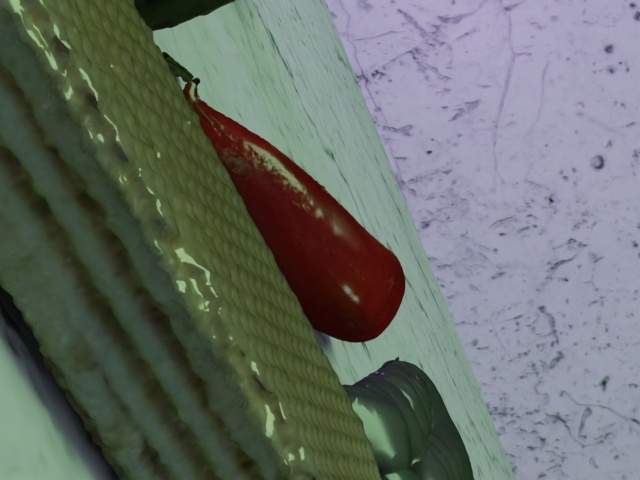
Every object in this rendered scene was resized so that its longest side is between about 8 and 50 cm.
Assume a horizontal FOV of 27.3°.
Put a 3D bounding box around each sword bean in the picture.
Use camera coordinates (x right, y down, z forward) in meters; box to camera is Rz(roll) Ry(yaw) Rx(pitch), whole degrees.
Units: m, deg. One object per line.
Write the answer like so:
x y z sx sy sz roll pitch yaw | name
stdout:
-0.106 -0.124 0.926 0.083 0.012 0.012 22 46 -77 | sword bean

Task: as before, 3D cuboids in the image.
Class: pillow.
0.060 0.193 0.843 0.228 0.101 0.326 65 6 7 | pillow

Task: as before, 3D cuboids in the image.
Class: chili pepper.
0.002 0.003 1.026 0.137 0.092 0.368 59 0 28 | chili pepper

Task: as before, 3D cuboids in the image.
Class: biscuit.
-0.079 -0.003 0.518 0.144 0.079 0.426 -97 161 -61 | biscuit

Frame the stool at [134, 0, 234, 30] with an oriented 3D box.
-0.062 -0.319 0.747 0.226 0.310 0.310 -112 177 -67 | stool
